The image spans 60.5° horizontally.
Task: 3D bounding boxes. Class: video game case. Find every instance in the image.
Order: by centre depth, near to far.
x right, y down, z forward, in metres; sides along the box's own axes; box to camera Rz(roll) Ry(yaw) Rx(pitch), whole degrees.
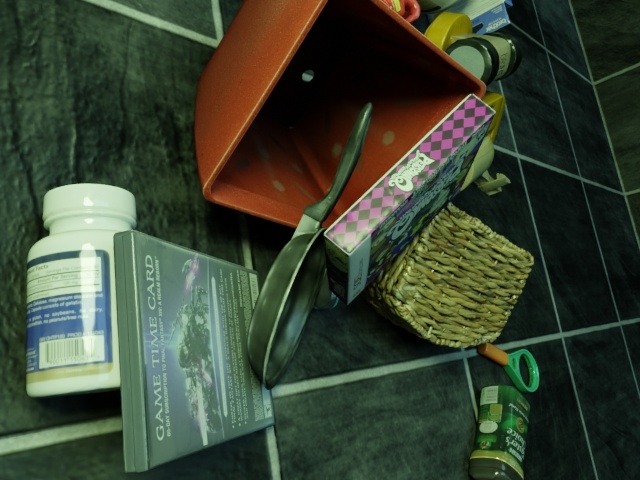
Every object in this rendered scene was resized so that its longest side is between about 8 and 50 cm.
[{"bbox_3d":[-0.117,0.110,0.571,0.274,0.026,0.195,32,48,-70],"label":"video game case"},{"bbox_3d":[0.099,-0.037,0.661,0.042,0.210,0.232,43,76,15],"label":"video game case"}]

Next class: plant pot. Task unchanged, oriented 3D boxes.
[{"bbox_3d":[-0.011,-0.187,0.702,0.268,0.267,0.235,17,28,-42],"label":"plant pot"}]

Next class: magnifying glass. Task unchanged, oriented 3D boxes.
[{"bbox_3d":[0.401,0.257,1.157,0.231,0.026,0.092,30,55,-35],"label":"magnifying glass"}]

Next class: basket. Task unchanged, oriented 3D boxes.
[{"bbox_3d":[0.173,0.047,0.947,0.299,0.223,0.213,24,92,-39],"label":"basket"}]

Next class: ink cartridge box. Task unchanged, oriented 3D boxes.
[{"bbox_3d":[0.330,-0.611,1.298,0.065,0.186,0.310,-8,82,-50],"label":"ink cartridge box"}]

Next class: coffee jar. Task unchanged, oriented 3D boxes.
[{"bbox_3d":[0.326,0.363,0.995,0.096,0.079,0.184,46,47,-25],"label":"coffee jar"}]

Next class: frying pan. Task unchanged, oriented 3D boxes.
[{"bbox_3d":[-0.023,0.021,0.605,0.197,0.053,0.325,-56,162,-56],"label":"frying pan"}]

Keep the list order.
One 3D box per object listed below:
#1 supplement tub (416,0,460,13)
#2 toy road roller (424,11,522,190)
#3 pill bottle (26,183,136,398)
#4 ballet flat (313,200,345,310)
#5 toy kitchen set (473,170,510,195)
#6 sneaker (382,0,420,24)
[{"bbox_3d":[0.166,-0.607,1.090,0.316,0.228,0.228,0,75,-47],"label":"supplement tub"},{"bbox_3d":[0.237,-0.282,1.102,0.203,0.241,0.329,-33,137,-48],"label":"toy road roller"},{"bbox_3d":[-0.215,0.048,0.519,0.112,0.112,0.186,8,69,-45],"label":"pill bottle"},{"bbox_3d":[0.000,0.000,0.800,0.074,0.074,0.203,26,59,-38],"label":"ballet flat"},{"bbox_3d":[0.404,-0.163,1.291,0.083,0.068,0.075,29,56,-37],"label":"toy kitchen set"},{"bbox_3d":[0.095,-0.437,1.031,0.279,0.118,0.107,-28,95,-48],"label":"sneaker"}]
